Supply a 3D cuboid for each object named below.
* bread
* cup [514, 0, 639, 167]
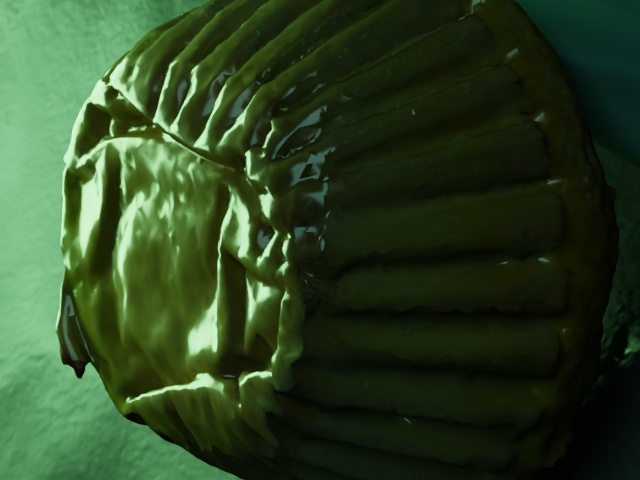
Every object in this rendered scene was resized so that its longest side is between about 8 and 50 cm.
[{"bbox_3d":[0.000,0.000,0.728,0.274,0.149,0.274,15,110,49],"label":"bread"},{"bbox_3d":[0.150,-0.090,0.716,0.235,0.134,0.148,25,83,43],"label":"cup"}]
